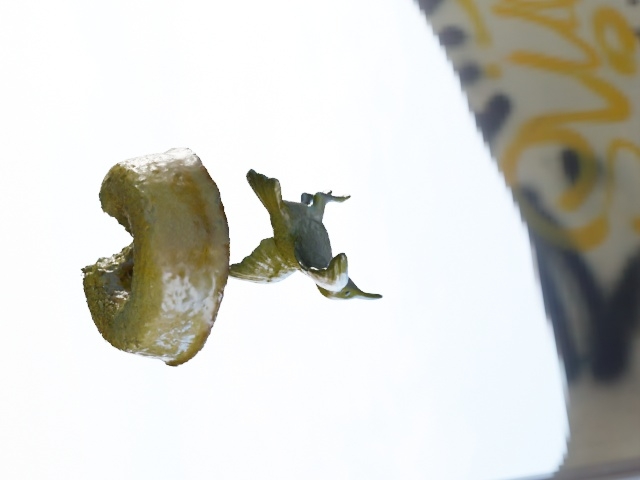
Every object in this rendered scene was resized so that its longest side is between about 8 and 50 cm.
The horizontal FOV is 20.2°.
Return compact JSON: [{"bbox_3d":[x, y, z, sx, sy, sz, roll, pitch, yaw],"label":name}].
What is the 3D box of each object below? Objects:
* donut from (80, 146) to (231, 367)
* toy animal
[{"bbox_3d":[-0.084,0.009,0.882,0.097,0.043,0.108,38,-57,52],"label":"donut"},{"bbox_3d":[0.000,0.000,1.532,0.219,0.155,0.095,3,-99,58],"label":"toy animal"}]
